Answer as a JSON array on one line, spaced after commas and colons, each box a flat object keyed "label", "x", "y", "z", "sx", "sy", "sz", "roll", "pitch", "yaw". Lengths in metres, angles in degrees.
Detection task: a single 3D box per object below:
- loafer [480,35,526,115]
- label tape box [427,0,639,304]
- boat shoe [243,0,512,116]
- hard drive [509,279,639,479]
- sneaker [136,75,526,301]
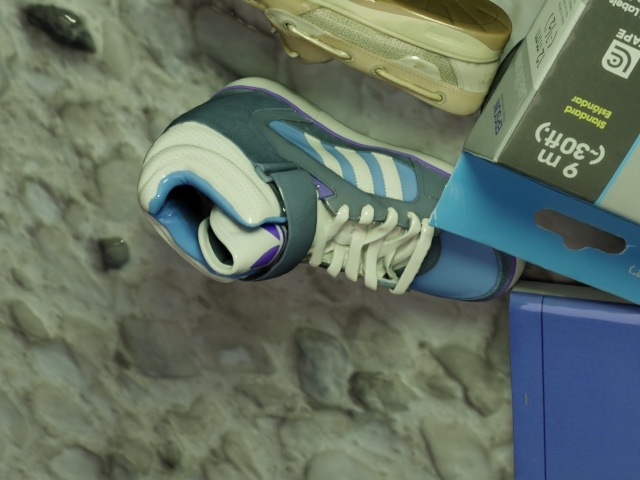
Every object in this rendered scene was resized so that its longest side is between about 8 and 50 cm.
[{"label": "loafer", "x": 0.185, "y": -0.140, "z": 1.401, "sx": 0.062, "sy": 0.061, "sz": 0.170, "roll": 41, "pitch": 125, "yaw": -3}, {"label": "label tape box", "x": 0.265, "y": -0.084, "z": 1.315, "sx": 0.249, "sy": 0.115, "sz": 0.347, "roll": 22, "pitch": 118, "yaw": -11}, {"label": "boat shoe", "x": 0.002, "y": -0.187, "z": 1.426, "sx": 0.302, "sy": 0.109, "sz": 0.098, "roll": 20, "pitch": 123, "yaw": 4}, {"label": "hard drive", "x": 0.327, "y": 0.148, "z": 1.520, "sx": 0.319, "sy": 0.040, "sz": 0.210, "roll": 6, "pitch": 120, "yaw": 20}, {"label": "sneaker", "x": 0.000, "y": -0.001, "z": 1.451, "sx": 0.323, "sy": 0.236, "sz": 0.130, "roll": 31, "pitch": 125, "yaw": 4}]
